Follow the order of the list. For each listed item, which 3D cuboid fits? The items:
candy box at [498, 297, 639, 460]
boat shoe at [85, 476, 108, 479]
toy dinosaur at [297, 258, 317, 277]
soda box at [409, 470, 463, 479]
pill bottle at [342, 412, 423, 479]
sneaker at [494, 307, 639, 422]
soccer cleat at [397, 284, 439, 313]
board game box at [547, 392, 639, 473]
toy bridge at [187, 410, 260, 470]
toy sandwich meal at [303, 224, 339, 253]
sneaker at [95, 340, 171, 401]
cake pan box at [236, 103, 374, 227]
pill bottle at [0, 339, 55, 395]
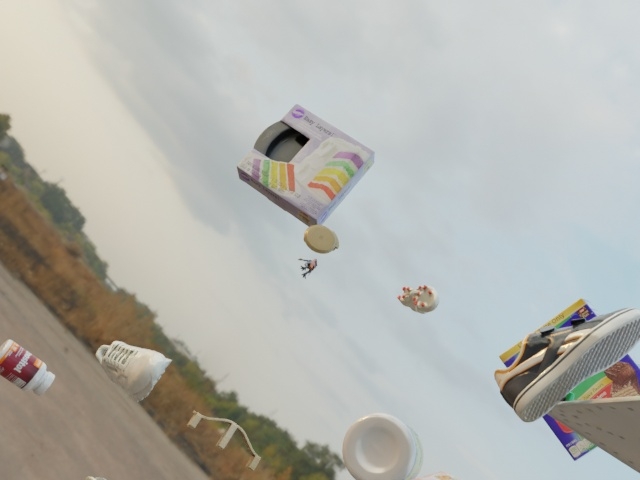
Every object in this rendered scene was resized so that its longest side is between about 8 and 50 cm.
[{"bbox_3d":[0.664,0.348,1.922,0.317,0.268,0.122,57,16,26],"label":"candy box"},{"bbox_3d":[-0.545,0.718,2.021,0.305,0.091,0.109,19,-74,50],"label":"boat shoe"},{"bbox_3d":[-0.021,0.070,1.987,0.090,0.082,0.047,-4,-68,41],"label":"toy dinosaur"},{"bbox_3d":[0.187,0.470,1.367,0.183,0.058,0.063,3,6,-44],"label":"soda box"},{"bbox_3d":[0.179,0.572,2.034,0.188,0.188,0.334,44,-4,21],"label":"pill bottle"},{"bbox_3d":[0.489,0.216,1.502,0.127,0.321,0.126,52,-6,48],"label":"sneaker"},{"bbox_3d":[0.257,0.150,1.860,0.076,0.068,0.196,34,-9,-13],"label":"soccer cleat"},{"bbox_3d":[0.682,0.393,1.448,0.390,0.050,0.390,33,-20,-5],"label":"board game box"},{"bbox_3d":[-0.210,0.437,1.693,0.188,0.063,0.026,39,-27,-11],"label":"toy bridge"},{"bbox_3d":[0.000,0.000,1.727,0.085,0.086,0.029,46,-34,12],"label":"toy sandwich meal"},{"bbox_3d":[-0.341,0.224,1.346,0.095,0.090,0.235,47,-29,-14],"label":"sneaker"},{"bbox_3d":[-0.039,-0.190,1.883,0.267,0.245,0.070,36,-22,18],"label":"cake pan box"},{"bbox_3d":[-0.763,0.329,1.935,0.152,0.086,0.086,42,-11,-20],"label":"pill bottle"}]
